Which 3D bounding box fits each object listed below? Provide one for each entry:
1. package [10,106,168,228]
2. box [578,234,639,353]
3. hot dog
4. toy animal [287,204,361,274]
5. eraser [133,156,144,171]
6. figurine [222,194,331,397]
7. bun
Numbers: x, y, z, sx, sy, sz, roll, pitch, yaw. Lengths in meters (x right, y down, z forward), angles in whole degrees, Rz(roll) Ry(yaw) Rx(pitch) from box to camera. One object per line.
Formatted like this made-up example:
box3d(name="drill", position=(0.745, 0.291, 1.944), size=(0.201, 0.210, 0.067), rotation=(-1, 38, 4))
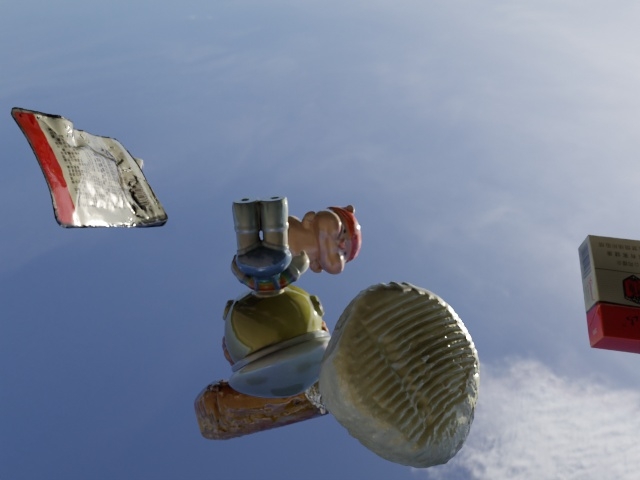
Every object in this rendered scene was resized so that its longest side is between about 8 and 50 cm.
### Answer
box3d(name="package", position=(-0.290, -0.087, 0.720), size=(0.030, 0.154, 0.239), rotation=(-28, 176, 8))
box3d(name="box", position=(0.400, 0.070, 0.717), size=(0.100, 0.048, 0.152), rotation=(6, -125, 6))
box3d(name="hot dog", position=(-0.167, 0.449, 1.565), size=(0.365, 0.367, 0.196), rotation=(-19, -109, 5))
box3d(name="toy animal", position=(0.000, 0.000, 1.331), size=(0.197, 0.171, 0.171), rotation=(-10, -143, -2))
box3d(name="eraser", position=(-0.518, -0.136, 1.467), size=(0.067, 0.125, 0.210), rotation=(14, -158, -20))
box3d(name="figurine", position=(-0.109, 0.115, 1.001), size=(0.224, 0.382, 0.205), rotation=(-19, -166, 4))
box3d(name="bun", position=(0.095, 0.164, 0.678), size=(0.220, 0.220, 0.134), rotation=(-45, -173, -39))
